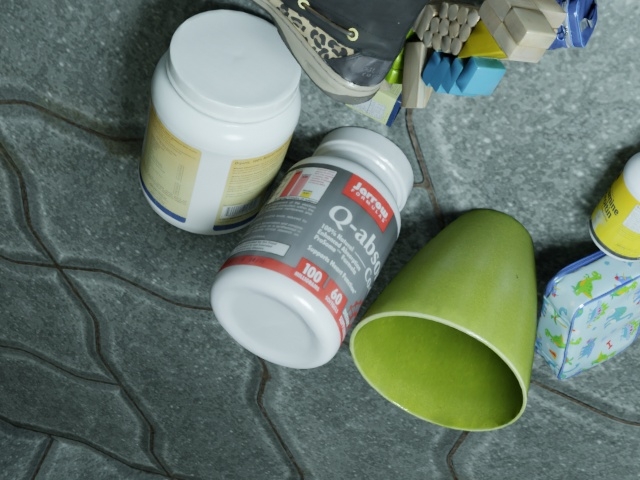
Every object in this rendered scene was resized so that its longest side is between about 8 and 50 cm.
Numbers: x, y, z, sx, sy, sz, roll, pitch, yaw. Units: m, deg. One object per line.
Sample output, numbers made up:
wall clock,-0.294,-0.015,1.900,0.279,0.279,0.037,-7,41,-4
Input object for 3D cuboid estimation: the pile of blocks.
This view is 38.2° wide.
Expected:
pile of blocks,0.179,-0.233,1.153,0.362,0.112,0.149,24,112,60

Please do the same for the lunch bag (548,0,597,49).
lunch bag,0.302,-0.275,1.125,0.065,0.098,0.067,1,130,30

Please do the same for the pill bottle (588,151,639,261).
pill bottle,0.451,-0.059,1.272,0.103,0.103,0.184,26,143,6

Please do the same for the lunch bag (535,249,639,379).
lunch bag,0.426,0.110,1.438,0.090,0.176,0.219,55,162,37

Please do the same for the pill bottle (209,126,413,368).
pill bottle,0.000,0.000,1.433,0.210,0.363,0.210,19,143,16

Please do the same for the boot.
boot,0.007,-0.385,1.120,0.377,0.138,0.284,56,141,7

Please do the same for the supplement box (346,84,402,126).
supplement box,0.087,-0.225,1.345,0.083,0.083,0.056,27,143,3

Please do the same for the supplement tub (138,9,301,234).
supplement tub,-0.159,-0.179,1.448,0.228,0.228,0.316,29,143,2

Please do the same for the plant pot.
plant pot,0.227,0.096,1.449,0.274,0.293,0.275,19,143,15
